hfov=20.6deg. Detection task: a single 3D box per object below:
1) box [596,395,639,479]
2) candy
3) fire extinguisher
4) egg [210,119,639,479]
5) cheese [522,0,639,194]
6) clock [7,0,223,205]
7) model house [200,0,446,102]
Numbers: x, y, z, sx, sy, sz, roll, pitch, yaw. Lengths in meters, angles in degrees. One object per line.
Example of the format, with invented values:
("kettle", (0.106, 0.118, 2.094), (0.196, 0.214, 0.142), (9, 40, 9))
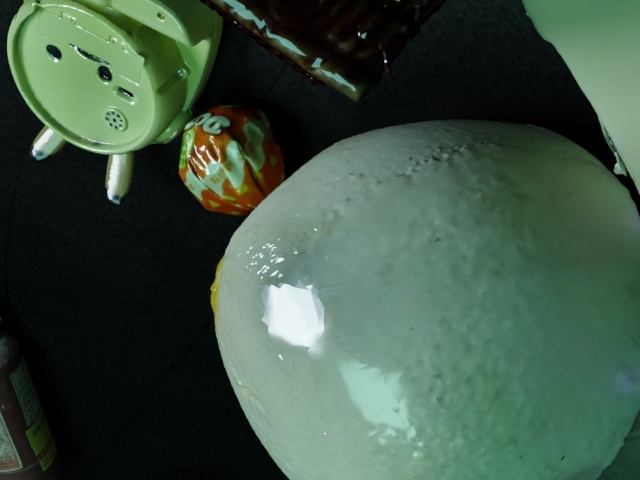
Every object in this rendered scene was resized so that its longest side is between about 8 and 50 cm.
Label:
("box", (0.312, 0.109, 1.234), (0.231, 0.149, 0.155), (-22, 111, 41))
("candy", (0.000, -0.001, 1.413), (0.288, 0.084, 0.078), (42, 142, -19))
("fire extinguisher", (-0.329, 0.147, 1.696), (0.075, 0.106, 0.252), (23, 138, 42))
("egg", (0.049, 0.061, 1.221), (0.337, 0.201, 0.337), (-6, 81, 40))
("cheese", (0.240, -0.115, 1.116), (0.233, 0.127, 0.266), (-10, 116, 41))
("clock", (-0.173, -0.135, 1.394), (0.170, 0.069, 0.232), (26, 135, 11))
("model house", (-0.024, -0.247, 1.058), (0.317, 0.282, 0.297), (38, 136, -2))
